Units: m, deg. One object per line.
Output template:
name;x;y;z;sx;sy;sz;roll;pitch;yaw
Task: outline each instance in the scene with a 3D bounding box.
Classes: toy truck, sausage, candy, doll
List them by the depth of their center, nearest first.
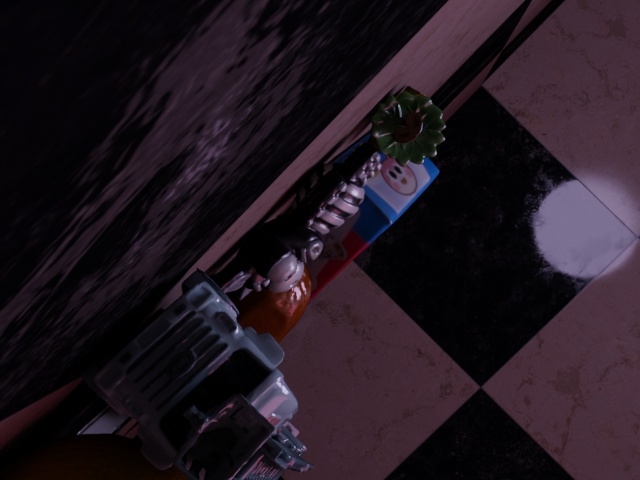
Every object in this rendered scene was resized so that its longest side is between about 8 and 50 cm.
toy truck;-0.086;0.152;0.762;0.133;0.184;0.338;-43;169;-12
doll;-0.020;-0.011;0.860;0.219;0.067;0.091;-43;170;-3
doll;0.094;-0.116;0.901;0.078;0.077;0.113;-54;177;9
sausage;-0.119;0.122;1.031;0.348;0.094;0.097;-47;-161;39
candy;0.001;0.001;1.060;0.306;0.100;0.157;-48;176;39

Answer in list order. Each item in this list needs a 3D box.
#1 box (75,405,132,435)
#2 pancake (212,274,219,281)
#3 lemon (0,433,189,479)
box;-0.317;0.281;1.147;0.177;0.036;0.115;-46;177;37
pancake;-0.150;0.096;0.901;0.158;0.028;0.158;-48;176;-5
lemon;-0.212;0.285;0.741;0.228;0.228;0.253;-46;175;13
